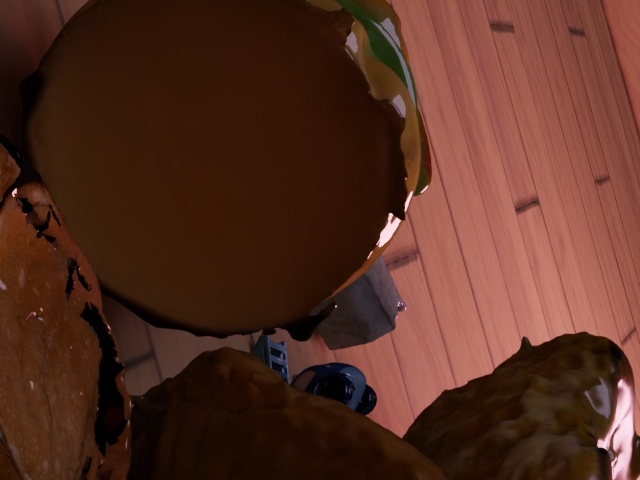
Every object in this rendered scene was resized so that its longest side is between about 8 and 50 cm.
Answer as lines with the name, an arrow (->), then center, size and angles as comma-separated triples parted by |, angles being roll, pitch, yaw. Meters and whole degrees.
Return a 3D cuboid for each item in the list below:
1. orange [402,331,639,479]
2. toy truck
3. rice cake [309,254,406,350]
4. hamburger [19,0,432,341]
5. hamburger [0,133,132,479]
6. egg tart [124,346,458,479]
orange -> 0.145, 0.227, 1.118 | 0.369, 0.210, 0.271 | -66, 159, -57
toy truck -> -0.013, 0.106, 1.030 | 0.073, 0.090, 0.056 | -58, 152, 2
rice cake -> 0.000, -0.001, 1.128 | 0.063, 0.069, 0.206 | -78, 149, -53
hamburger -> -0.049, -0.071, 0.850 | 0.149, 0.237, 0.237 | -64, 134, -65
hamburger -> -0.163, 0.066, 0.628 | 0.231, 0.107, 0.231 | -15, 90, -73
egg tart -> 0.004, 0.211, 0.741 | 0.339, 0.351, 0.153 | 51, 58, -12
